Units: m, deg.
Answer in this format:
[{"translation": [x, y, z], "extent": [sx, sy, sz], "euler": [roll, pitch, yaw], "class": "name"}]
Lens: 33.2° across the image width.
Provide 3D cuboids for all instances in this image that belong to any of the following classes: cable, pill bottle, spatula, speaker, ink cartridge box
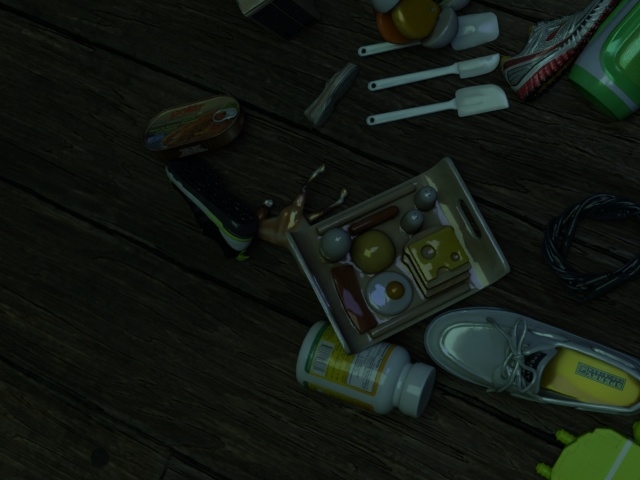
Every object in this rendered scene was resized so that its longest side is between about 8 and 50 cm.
[{"translation": [0.444, 0.001, 1.686], "extent": [0.184, 0.047, 0.150], "euler": [-33, 72, 16], "class": "cable"}, {"translation": [0.076, 0.214, 1.747], "extent": [0.208, 0.117, 0.117], "euler": [17, 92, 18], "class": "pill bottle"}, {"translation": [0.185, -0.282, 1.798], "extent": [0.242, 0.019, 0.168], "euler": [-8, 89, 18], "class": "spatula"}, {"translation": [0.516, -0.328, 1.636], "extent": [0.131, 0.131, 0.296], "euler": [43, 100, 15], "class": "speaker"}, {"translation": [-0.109, -0.471, 1.810], "extent": [0.088, 0.193, 0.234], "euler": [-30, 79, 14], "class": "ink cartridge box"}]

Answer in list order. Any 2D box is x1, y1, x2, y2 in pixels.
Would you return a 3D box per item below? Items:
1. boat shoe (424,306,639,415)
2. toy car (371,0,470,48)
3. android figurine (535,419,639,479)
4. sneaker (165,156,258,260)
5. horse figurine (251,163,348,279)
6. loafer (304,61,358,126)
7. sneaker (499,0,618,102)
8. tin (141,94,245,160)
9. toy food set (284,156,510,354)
[{"translation": [0.326, 0.192, 1.647], "extent": [0.367, 0.156, 0.135], "euler": [18, 92, 18], "class": "boat shoe"}, {"translation": [0.151, -0.402, 1.758], "extent": [0.136, 0.159, 0.182], "euler": [-7, 55, 59], "class": "toy car"}, {"translation": [0.466, 0.393, 1.643], "extent": [0.273, 0.056, 0.248], "euler": [28, 96, 17], "class": "android figurine"}, {"translation": [-0.202, -0.052, 1.870], "extent": [0.234, 0.084, 0.097], "euler": [46, 131, 29], "class": "sneaker"}, {"translation": [0.000, 0.000, 1.813], "extent": [0.174, 0.066, 0.263], "euler": [-39, 73, 4], "class": "horse figurine"}, {"translation": [0.016, -0.255, 1.836], "extent": [0.039, 0.045, 0.125], "euler": [39, 101, 23], "class": "loafer"}, {"translation": [0.378, -0.327, 1.700], "extent": [0.225, 0.088, 0.092], "euler": [-43, 74, 10], "class": "sneaker"}, {"translation": [-0.223, -0.198, 1.887], "extent": [0.190, 0.040, 0.106], "euler": [-12, 52, 17], "class": "tin"}, {"translation": [0.123, 0.020, 1.708], "extent": [0.306, 0.092, 0.219], "euler": [-25, 78, -13], "class": "toy food set"}]
